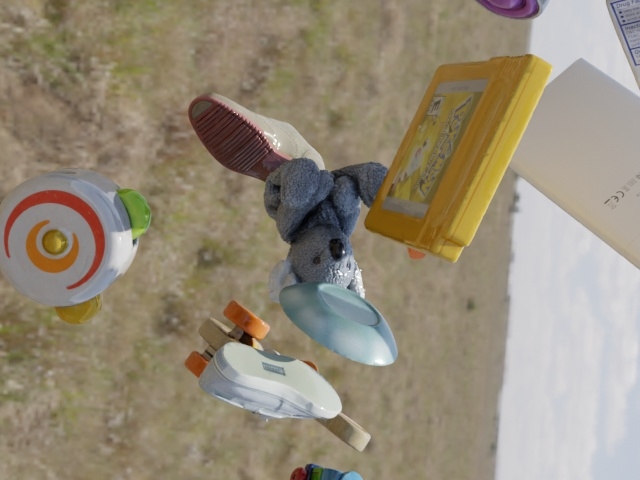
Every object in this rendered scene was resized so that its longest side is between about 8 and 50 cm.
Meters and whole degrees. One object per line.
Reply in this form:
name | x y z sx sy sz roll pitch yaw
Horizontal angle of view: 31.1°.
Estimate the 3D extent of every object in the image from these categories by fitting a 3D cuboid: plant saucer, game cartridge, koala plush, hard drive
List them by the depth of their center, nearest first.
game cartridge | 0.179 -0.120 1.596 0.285 0.053 0.324 -65 -166 -1
plant saucer | 0.034 0.107 1.659 0.037 0.195 0.195 -62 180 19
koala plush | 0.000 0.000 1.831 0.203 0.196 0.221 -24 -112 60
hard drive | 0.477 -0.134 1.890 0.233 0.353 0.047 -40 147 -9

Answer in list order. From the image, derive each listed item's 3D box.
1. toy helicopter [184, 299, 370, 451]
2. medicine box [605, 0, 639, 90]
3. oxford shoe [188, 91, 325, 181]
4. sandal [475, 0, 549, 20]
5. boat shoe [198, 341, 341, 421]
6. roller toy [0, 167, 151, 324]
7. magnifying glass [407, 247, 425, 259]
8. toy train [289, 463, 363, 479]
toy helicopter | -0.065 0.253 2.015 0.140 0.355 0.235 -54 179 -5
medicine box | 0.498 -0.339 1.591 0.289 0.149 0.263 52 35 -44
oxford shoe | -0.128 -0.205 2.355 0.348 0.123 0.130 38 38 -30
sandal | 0.153 -0.409 1.542 0.169 0.416 0.102 -7 -124 60
boat shoe | -0.072 0.207 1.593 0.227 0.081 0.079 26 33 -37
roller toy | -0.367 -0.004 1.653 0.209 0.191 0.146 -61 -178 9
magnifying glass | 0.154 -0.030 2.009 0.231 0.092 0.026 -99 -173 -64
toy train | -0.004 0.518 2.013 0.143 0.105 0.248 -20 -131 59
